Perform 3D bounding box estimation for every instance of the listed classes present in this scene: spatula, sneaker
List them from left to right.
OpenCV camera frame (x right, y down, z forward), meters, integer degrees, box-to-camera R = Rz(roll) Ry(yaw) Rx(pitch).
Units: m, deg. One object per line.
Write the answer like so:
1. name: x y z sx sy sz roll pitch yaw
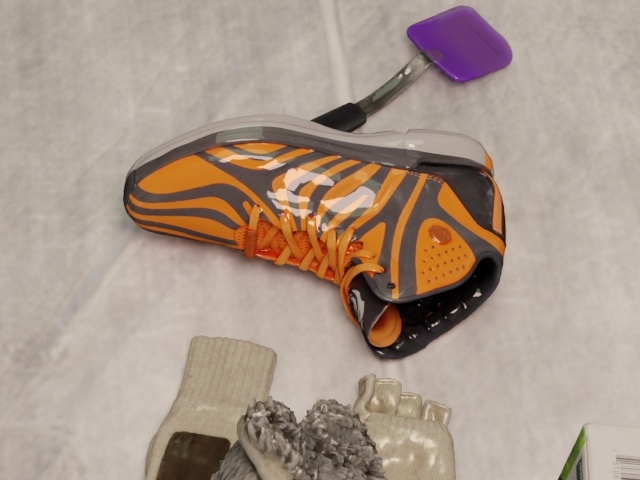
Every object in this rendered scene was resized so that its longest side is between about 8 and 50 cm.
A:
1. sneaker: 0.000 0.000 1.431 0.321 0.125 0.180 -2 55 -5
2. spatula: 0.054 -0.132 1.581 0.296 0.030 0.084 -33 66 -23

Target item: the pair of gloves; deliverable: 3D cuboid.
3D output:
1. pair of gloves: -0.016 0.177 1.359 0.240 0.042 0.204 16 56 6

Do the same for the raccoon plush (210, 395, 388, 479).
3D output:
1. raccoon plush: 0.110 0.259 1.146 0.446 0.216 0.299 4 82 4

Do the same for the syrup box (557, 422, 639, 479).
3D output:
1. syrup box: 0.205 0.226 1.219 0.096 0.237 0.093 6 55 -5
